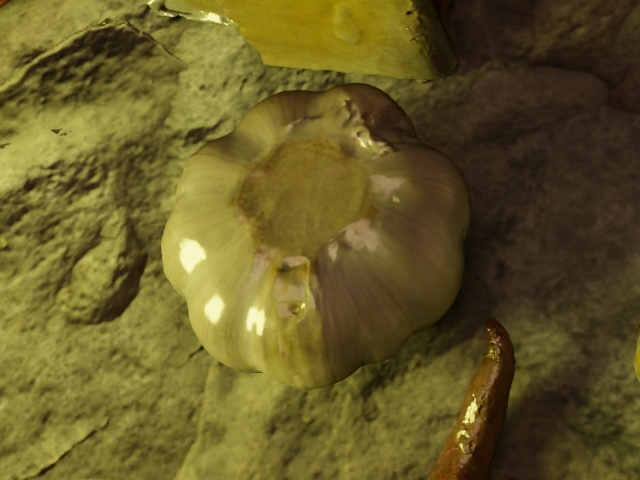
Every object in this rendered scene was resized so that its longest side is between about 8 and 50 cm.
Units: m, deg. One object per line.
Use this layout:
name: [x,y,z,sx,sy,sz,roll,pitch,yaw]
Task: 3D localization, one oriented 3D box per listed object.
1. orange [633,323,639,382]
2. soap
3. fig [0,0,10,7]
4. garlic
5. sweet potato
orange: [0.371,0.100,0.740,0.368,0.271,0.210,-8,110,16]
soap: [-0.055,-0.273,0.978,0.304,0.339,0.169,10,71,22]
fig: [-0.316,-0.237,1.209,0.119,0.153,0.119,2,31,-1]
garlic: [-0.004,0.000,0.955,0.227,0.152,0.228,-8,59,13]
sweet potato: [0.093,0.159,0.911,0.050,0.050,0.214,18,78,25]
